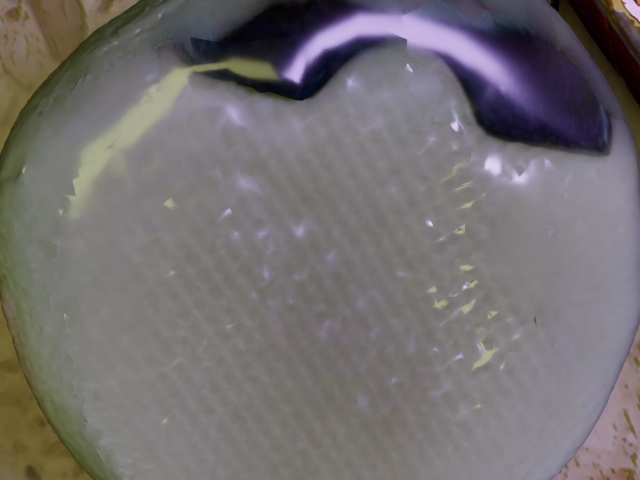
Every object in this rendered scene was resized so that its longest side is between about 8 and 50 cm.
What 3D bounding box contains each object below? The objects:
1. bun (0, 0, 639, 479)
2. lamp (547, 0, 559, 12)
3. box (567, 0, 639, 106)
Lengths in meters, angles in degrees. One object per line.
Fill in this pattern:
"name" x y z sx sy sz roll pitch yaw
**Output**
"bun" 0.000 0.000 0.497 0.283 0.179 0.283 -4 108 -13
"lamp" 0.122 -0.154 0.518 0.041 0.054 0.121 30 99 4
"box" 0.256 -0.070 0.471 0.197 0.089 0.313 -35 101 10
